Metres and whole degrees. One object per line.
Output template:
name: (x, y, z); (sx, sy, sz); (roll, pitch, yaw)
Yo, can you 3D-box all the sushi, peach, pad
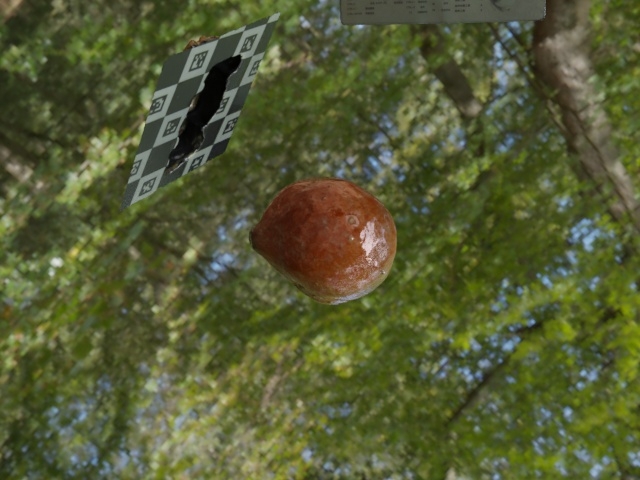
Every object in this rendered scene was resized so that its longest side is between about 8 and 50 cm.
sushi: (-0.151, -0.154, 1.040); (0.192, 0.050, 0.215); (-37, 161, -46)
peach: (0.000, 0.000, 1.497); (0.232, 0.232, 0.232); (-38, -158, 19)
pad: (0.156, -0.356, 1.207); (0.265, 0.159, 0.009); (-1, -166, 3)
